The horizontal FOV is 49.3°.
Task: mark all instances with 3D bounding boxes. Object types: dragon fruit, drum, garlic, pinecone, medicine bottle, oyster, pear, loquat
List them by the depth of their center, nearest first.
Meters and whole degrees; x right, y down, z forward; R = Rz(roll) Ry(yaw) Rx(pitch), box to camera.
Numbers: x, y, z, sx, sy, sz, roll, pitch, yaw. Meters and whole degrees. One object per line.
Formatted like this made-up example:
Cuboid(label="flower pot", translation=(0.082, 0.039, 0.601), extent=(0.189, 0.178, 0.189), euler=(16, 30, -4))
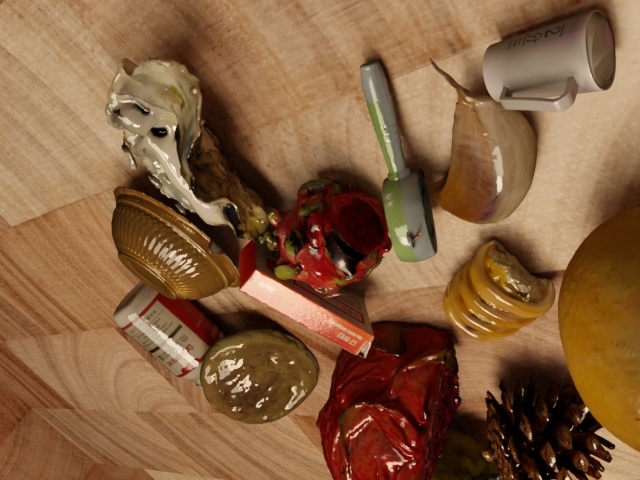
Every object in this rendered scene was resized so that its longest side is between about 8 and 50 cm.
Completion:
Cuboid(label="loquat", translation=(0.388, 0.094, 0.731), extent=(0.274, 0.275, 0.275), euler=(19, 141, 16))
Cuboid(label="garlic", translation=(0.179, -0.103, 0.788), extent=(0.128, 0.090, 0.198), euler=(25, 149, 30))
Cuboid(label="drum", translation=(0.099, -0.096, 0.874), extent=(0.049, 0.130, 0.253), euler=(-12, 98, 15))
Cuboid(label="dragon fruit", translation=(0.000, 0.000, 0.970), extent=(0.166, 0.160, 0.172), euler=(3, 159, -37))
Cuboid(label="oyster", translation=(-0.171, -0.110, 0.972), extent=(0.238, 0.115, 0.351), euler=(25, 162, 47))
Cuboid(label="pinecone", translation=(0.339, 0.300, 1.047), extent=(0.207, 0.208, 0.208), euler=(19, 141, 16))
Cuboid(label="dragon fruit", translation=(0.140, 0.310, 1.134), extent=(0.240, 0.330, 0.302), euler=(14, 143, -13))
Cuboid(label="pear", translation=(0.190, 0.471, 1.258), extent=(0.287, 0.287, 0.375), euler=(41, 133, -12))
Cuboid(label="medicine bottle", translation=(-0.284, 0.189, 1.398), extent=(0.250, 0.131, 0.131), euler=(46, 141, -16))

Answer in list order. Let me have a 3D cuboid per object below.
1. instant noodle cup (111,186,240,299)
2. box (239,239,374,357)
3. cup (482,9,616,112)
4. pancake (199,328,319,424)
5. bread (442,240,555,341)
Cuboid(label="instant noodle cup", translation=(-0.267, 0.028, 1.184), extent=(0.274, 0.091, 0.274), euler=(30, 158, 13))
Cuboid(label="box", translation=(-0.019, 0.085, 1.073), extent=(0.229, 0.123, 0.050), euler=(32, 110, -19))
Cuboid(label="cup", translation=(0.219, -0.163, 0.675), extent=(0.116, 0.104, 0.074), euler=(-4, 145, 42))
Cuboid(label="pancake", translation=(-0.116, 0.271, 1.352), extent=(0.241, 0.050, 0.242), euler=(-4, 124, -6))
Cuboid(label="bread", translation=(0.237, 0.079, 0.950), extent=(0.119, 0.084, 0.177), euler=(31, 147, 2))
